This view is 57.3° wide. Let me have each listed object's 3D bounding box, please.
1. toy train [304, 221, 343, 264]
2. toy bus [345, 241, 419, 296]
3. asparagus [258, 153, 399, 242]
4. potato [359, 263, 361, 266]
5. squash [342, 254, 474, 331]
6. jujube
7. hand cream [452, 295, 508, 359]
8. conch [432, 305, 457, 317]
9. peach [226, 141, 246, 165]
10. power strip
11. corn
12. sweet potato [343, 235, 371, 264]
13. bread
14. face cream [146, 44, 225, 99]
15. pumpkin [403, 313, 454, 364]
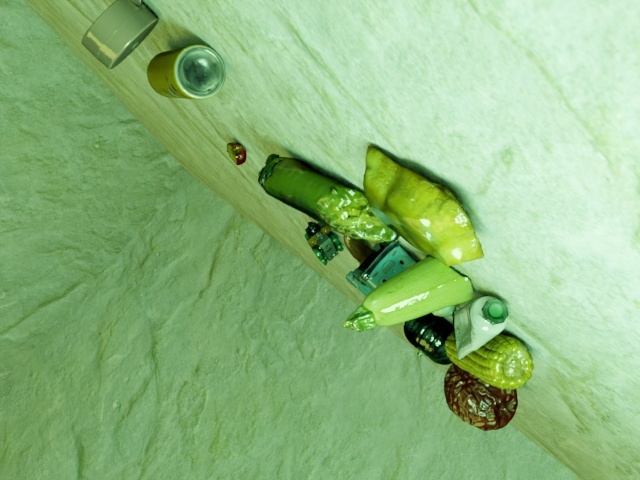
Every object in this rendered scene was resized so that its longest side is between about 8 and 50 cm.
[{"bbox_3d":[0.000,0.000,1.977,0.136,0.091,0.227,48,176,23],"label":"toy train"},{"bbox_3d":[0.174,0.099,1.501,0.165,0.133,0.271,43,173,2],"label":"toy bus"},{"bbox_3d":[0.011,-0.093,1.303,0.382,0.108,0.128,30,167,42],"label":"asparagus"},{"bbox_3d":[0.210,0.162,1.841,0.261,0.100,0.120,35,171,32],"label":"potato"},{"bbox_3d":[0.177,0.118,1.292,0.137,0.288,0.137,-20,-90,-88],"label":"squash"},{"bbox_3d":[0.506,0.486,1.880,0.213,0.213,0.232,44,172,-31],"label":"jujube"},{"bbox_3d":[0.342,0.190,1.311,0.076,0.121,0.336,0,162,-1],"label":"hand cream"},{"bbox_3d":[0.302,0.160,1.507,0.088,0.065,0.180,32,178,39],"label":"conch"},{"bbox_3d":[-0.252,-0.265,1.775,0.077,0.050,0.083,63,162,-1],"label":"peach"},{"bbox_3d":[-0.407,-0.429,1.198,0.078,0.154,0.154,45,171,-19],"label":"power strip"},{"bbox_3d":[0.412,0.284,1.469,0.131,0.131,0.344,41,174,-6],"label":"corn"},{"bbox_3d":[0.116,0.032,1.701,0.218,0.051,0.065,50,-151,-53],"label":"sweet potato"},{"bbox_3d":[0.153,-0.048,0.935,0.233,0.088,0.161,36,177,42],"label":"bread"},{"bbox_3d":[-0.307,-0.361,1.269,0.105,0.105,0.349,44,172,-30],"label":"face cream"},{"bbox_3d":[0.355,0.309,1.856,0.202,0.140,0.202,42,174,5],"label":"pumpkin"}]
